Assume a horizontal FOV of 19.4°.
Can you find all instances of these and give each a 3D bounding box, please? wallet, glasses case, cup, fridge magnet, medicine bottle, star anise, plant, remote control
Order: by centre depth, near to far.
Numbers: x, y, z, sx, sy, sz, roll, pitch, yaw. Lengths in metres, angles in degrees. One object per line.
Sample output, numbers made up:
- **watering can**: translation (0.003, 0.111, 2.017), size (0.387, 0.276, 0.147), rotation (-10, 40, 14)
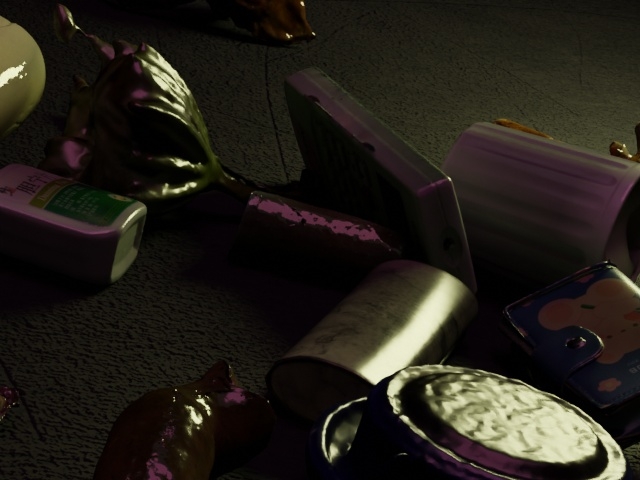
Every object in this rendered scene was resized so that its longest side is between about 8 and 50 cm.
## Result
- **fridge magnet**: translation (0.119, 0.175, 1.368), size (0.265, 0.113, 0.265), rotation (15, 19, -6)
- **glasses case**: translation (0.051, 0.088, 1.636), size (0.114, 0.060, 0.299), rotation (22, 21, 12)
- **wallet**: translation (0.261, 0.102, 1.694), size (0.141, 0.059, 0.202), rotation (-23, 33, -14)
- **medicine bottle**: translation (-0.257, -0.022, 1.700), size (0.183, 0.069, 0.119), rotation (17, 22, 8)
- **plant**: translation (-0.112, -0.097, 1.881), size (0.333, 0.180, 0.251), rotation (11, 30, -22)
- **remote control**: translation (0.056, -0.063, 1.937), size (0.050, 0.145, 0.344), rotation (-24, 31, -14)
- **cup**: translation (0.231, -0.008, 1.950), size (0.202, 0.221, 0.167), rotation (20, 54, 23)
- **star anise**: translation (-0.164, -0.373, 2.639), size (0.346, 0.148, 0.237), rotation (12, -2, -1)

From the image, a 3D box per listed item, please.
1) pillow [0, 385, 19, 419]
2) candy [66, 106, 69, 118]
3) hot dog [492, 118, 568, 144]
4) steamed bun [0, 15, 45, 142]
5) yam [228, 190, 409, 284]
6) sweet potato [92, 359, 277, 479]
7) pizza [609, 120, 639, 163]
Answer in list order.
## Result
- **pillow**: translation (-0.315, 0.108, 1.344), size (0.185, 0.043, 0.118), rotation (19, 13, 1)
- **candy**: translation (-0.217, -0.134, 2.090), size (0.136, 0.038, 0.088), rotation (3, 35, -13)
- **hot dog**: translation (0.272, -0.079, 2.225), size (0.102, 0.076, 0.249), rotation (36, -2, -34)
- **steamed bun**: translation (-0.406, -0.146, 1.801), size (0.250, 0.155, 0.200), rotation (15, 23, 7)
- **yam**: translation (0.000, 0.000, 1.827), size (0.169, 0.068, 0.068), rotation (14, 19, -3)
- **sweet potato**: translation (-0.097, 0.161, 1.290), size (0.112, 0.085, 0.286), rotation (19, 20, -2)
- **pizza**: translation (0.443, -0.069, 2.343), size (0.189, 0.071, 0.297), rotation (30, 25, 5)
